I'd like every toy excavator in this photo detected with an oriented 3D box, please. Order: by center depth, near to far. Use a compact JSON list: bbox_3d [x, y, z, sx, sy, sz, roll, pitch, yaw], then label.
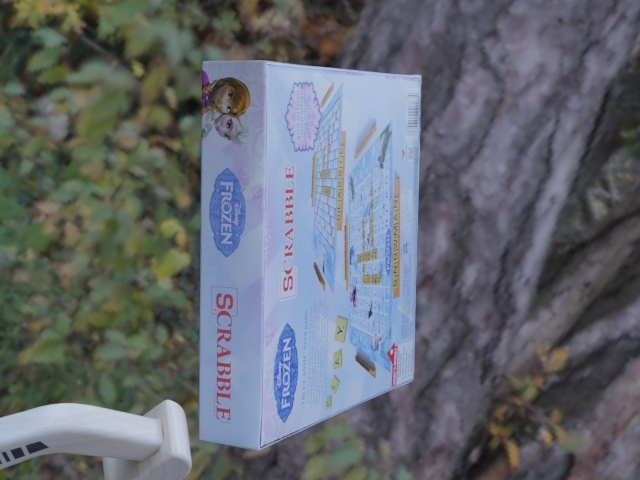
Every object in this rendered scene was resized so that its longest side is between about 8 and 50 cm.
[{"bbox_3d":[-0.420,0.240,1.400,0.433,0.445,0.222,57,18,-54],"label":"toy excavator"}]

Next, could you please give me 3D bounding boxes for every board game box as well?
[{"bbox_3d":[0.000,0.000,1.121,0.066,0.318,0.318,4,6,27],"label":"board game box"}]
